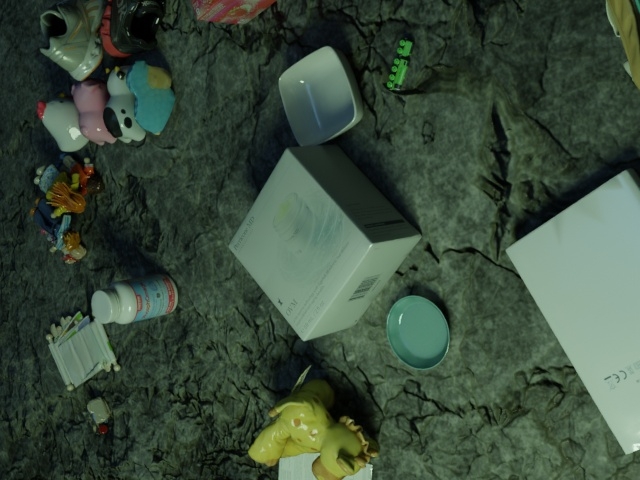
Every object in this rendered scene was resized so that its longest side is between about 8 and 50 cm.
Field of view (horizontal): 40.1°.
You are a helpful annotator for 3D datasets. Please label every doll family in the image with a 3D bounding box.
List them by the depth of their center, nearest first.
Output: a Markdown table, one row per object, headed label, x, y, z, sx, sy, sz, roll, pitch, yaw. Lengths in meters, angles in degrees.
| label | x | y | z | sx | sy | sz | roll | pitch | yaw |
| --- | --- | --- | --- | --- | --- | --- | --- | --- | --- |
| doll family | -0.566 | -0.059 | 1.913 | 0.163 | 0.118 | 0.263 | 36 | 118 | 31 |

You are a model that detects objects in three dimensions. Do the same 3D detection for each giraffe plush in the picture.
| label | x | y | z | sx | sy | sz | roll | pitch | yaw |
| --- | --- | --- | --- | --- | --- | --- | --- | --- | --- |
| giraffe plush | 0.007 | 0.329 | 1.462 | 0.170 | 0.181 | 0.210 | 39 | 138 | 16 |

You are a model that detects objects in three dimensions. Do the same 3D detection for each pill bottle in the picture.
| label | x | y | z | sx | sy | sz | roll | pitch | yaw |
| --- | --- | --- | --- | --- | --- | --- | --- | --- | --- |
| pill bottle | -0.370 | 0.118 | 1.746 | 0.087 | 0.160 | 0.087 | 8 | 103 | 40 |

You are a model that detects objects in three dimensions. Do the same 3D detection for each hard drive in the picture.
| label | x | y | z | sx | sy | sz | roll | pitch | yaw |
| --- | --- | --- | --- | --- | --- | --- | --- | --- | --- |
| hard drive | 0.408 | 0.095 | 1.156 | 0.210 | 0.040 | 0.318 | -39 | 72 | 37 |

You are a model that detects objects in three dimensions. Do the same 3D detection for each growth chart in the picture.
| label | x | y | z | sx | sy | sz | roll | pitch | yaw |
| --- | --- | --- | --- | --- | --- | --- | --- | --- | --- |
| growth chart | -0.553 | 0.248 | 2.016 | 0.237 | 0.021 | 0.172 | -28 | 78 | 40 |

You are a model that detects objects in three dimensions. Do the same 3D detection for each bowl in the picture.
| label | x | y | z | sx | sy | sz | roll | pitch | yaw |
| --- | --- | --- | --- | --- | --- | --- | --- | --- | --- |
| bowl | 0.009 | -0.233 | 1.439 | 0.142 | 0.053 | 0.142 | -24 | 80 | 40 |

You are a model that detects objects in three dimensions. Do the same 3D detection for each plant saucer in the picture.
| label | x | y | z | sx | sy | sz | roll | pitch | yaw |
| --- | --- | --- | --- | --- | --- | --- | --- | --- | --- |
| plant saucer | 0.159 | 0.144 | 1.390 | 0.119 | 0.021 | 0.119 | 7 | 100 | 40 |

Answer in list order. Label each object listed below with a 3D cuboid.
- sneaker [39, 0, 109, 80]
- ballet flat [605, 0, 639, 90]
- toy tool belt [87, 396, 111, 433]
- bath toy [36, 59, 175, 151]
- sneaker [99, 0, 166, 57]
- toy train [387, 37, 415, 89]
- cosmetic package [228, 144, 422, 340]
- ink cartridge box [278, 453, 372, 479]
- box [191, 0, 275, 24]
| label | x | y | z | sx | sy | sz | roll | pitch | yaw |
| --- | --- | --- | --- | --- | --- | --- | --- | --- | --- |
| sneaker | -0.497 | -0.452 | 1.749 | 0.099 | 0.121 | 0.262 | -27 | 54 | 29 |
| ballet flat | 0.406 | -0.254 | 1.096 | 0.073 | 0.080 | 0.232 | 152 | 106 | -68 |
| toy tool belt | -0.499 | 0.397 | 1.982 | 0.051 | 0.052 | 0.083 | 130 | 123 | -69 |
| bath toy | -0.447 | -0.273 | 1.774 | 0.348 | 0.129 | 0.151 | -6 | 59 | 40 |
| sneaker | -0.354 | -0.486 | 1.680 | 0.135 | 0.098 | 0.276 | 16 | 109 | 38 |
| toy train | 0.125 | -0.271 | 1.357 | 0.024 | 0.017 | 0.083 | 26 | 113 | 24 |
| cosmetic package | 0.000 | 0.000 | 1.429 | 0.224 | 0.138 | 0.224 | 50 | 124 | 25 |
| ink cartridge box | 0.011 | 0.437 | 1.564 | 0.179 | 0.045 | 0.145 | 8 | 102 | 21 |
| box | -0.106 | -0.476 | 1.451 | 0.257 | 0.123 | 0.128 | -25 | 82 | 40 |
